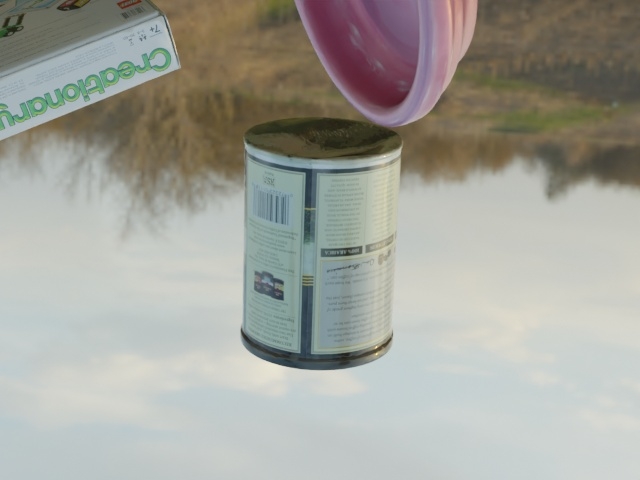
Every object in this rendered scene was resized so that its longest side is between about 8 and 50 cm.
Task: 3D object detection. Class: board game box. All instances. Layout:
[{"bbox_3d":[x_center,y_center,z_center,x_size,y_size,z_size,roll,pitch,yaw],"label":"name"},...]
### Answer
[{"bbox_3d":[-0.283,-0.132,1.020,0.305,0.053,0.193,-24,-147,-12],"label":"board game box"}]

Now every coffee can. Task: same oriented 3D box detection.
[{"bbox_3d":[0.000,0.000,1.647,0.201,0.275,0.201,2,-160,-1],"label":"coffee can"}]

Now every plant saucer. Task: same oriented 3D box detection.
[{"bbox_3d":[0.056,-0.280,1.257,0.084,0.332,0.332,-20,-167,-18],"label":"plant saucer"}]
